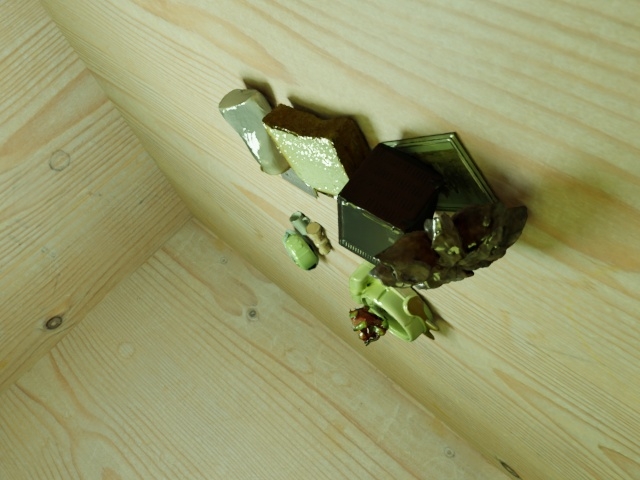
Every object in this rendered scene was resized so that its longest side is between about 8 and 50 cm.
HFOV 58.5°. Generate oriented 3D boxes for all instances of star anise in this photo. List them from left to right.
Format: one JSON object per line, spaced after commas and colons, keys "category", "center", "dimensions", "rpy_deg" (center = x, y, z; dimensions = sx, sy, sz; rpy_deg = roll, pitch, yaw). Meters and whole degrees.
{"category": "star anise", "center": [0.250, 0.022, 1.115], "dimensions": [0.331, 0.332, 0.117], "rpy_deg": [99, 158, -72]}

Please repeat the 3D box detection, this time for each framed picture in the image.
{"category": "framed picture", "center": [0.252, -0.133, 1.222], "dimensions": [0.217, 0.017, 0.274], "rpy_deg": [49, 164, -19]}

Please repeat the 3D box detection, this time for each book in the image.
{"category": "book", "center": [-0.086, -0.214, 1.910], "dimensions": [0.182, 0.014, 0.127], "rpy_deg": [34, 162, 34]}

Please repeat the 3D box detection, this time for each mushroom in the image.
{"category": "mushroom", "center": [-0.177, -0.310, 1.686], "dimensions": [0.159, 0.122, 0.328], "rpy_deg": [43, 169, 43]}

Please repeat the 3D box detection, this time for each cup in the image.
{"category": "cup", "center": [-0.068, -0.070, 2.208], "dimensions": [0.083, 0.075, 0.054], "rpy_deg": [51, -159, -34]}

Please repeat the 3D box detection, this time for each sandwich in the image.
{"category": "sandwich", "center": [0.018, -0.213, 1.475], "dimensions": [0.301, 0.099, 0.271], "rpy_deg": [25, 160, 45]}

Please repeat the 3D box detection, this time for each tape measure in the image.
{"category": "tape measure", "center": [-0.082, 0.043, 2.427], "dimensions": [0.175, 0.106, 0.200], "rpy_deg": [48, 172, 51]}

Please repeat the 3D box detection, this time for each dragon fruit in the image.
{"category": "dragon fruit", "center": [0.168, 0.296, 1.982], "dimensions": [0.175, 0.142, 0.138], "rpy_deg": [-5, 165, 32]}

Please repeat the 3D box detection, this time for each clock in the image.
{"category": "clock", "center": [0.258, 0.232, 2.003], "dimensions": [0.348, 0.117, 0.286], "rpy_deg": [39, 165, 19]}

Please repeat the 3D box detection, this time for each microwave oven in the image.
{"category": "microwave oven", "center": [0.157, -0.066, 1.273], "dimensions": [0.178, 0.188, 0.247], "rpy_deg": [34, 158, 18]}

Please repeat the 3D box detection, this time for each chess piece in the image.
{"category": "chess piece", "center": [0.000, 0.001, 2.192], "dimensions": [0.060, 0.060, 0.172], "rpy_deg": [33, 164, 37]}
